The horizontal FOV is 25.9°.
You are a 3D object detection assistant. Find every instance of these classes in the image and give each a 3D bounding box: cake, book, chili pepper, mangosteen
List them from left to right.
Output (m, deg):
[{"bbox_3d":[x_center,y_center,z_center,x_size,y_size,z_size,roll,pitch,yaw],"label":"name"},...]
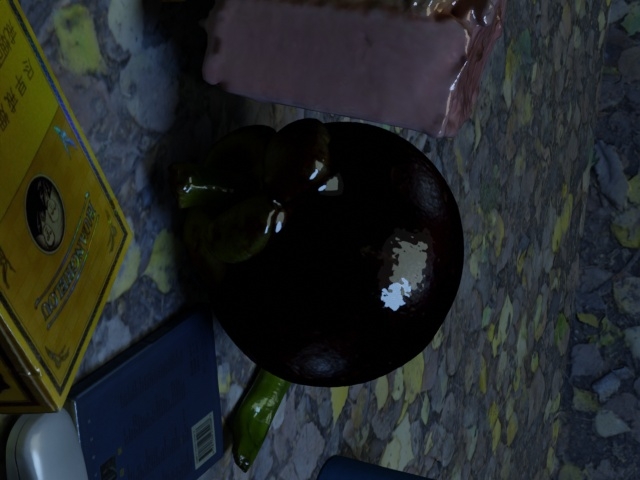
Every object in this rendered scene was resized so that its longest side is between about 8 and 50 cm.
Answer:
[{"bbox_3d":[-0.179,0.196,1.441,0.269,0.025,0.190,-36,127,-59],"label":"book"},{"bbox_3d":[-0.069,0.195,1.654,0.052,0.050,0.201,56,41,-32],"label":"chili pepper"},{"bbox_3d":[0.011,-0.004,1.481,0.297,0.297,0.313,-58,150,-43],"label":"mangosteen"},{"bbox_3d":[0.053,-0.268,1.407,0.314,0.293,0.306,-13,118,-77],"label":"cake"}]

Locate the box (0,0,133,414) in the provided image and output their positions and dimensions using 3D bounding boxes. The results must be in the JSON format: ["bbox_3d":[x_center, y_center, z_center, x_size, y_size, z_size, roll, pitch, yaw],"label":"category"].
[{"bbox_3d":[-0.248,-0.040,1.005,0.301,0.084,0.192,70,27,-42],"label":"box"}]

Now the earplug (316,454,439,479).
[{"bbox_3d":[0.135,0.378,1.878,0.132,0.273,0.132,6,90,-65],"label":"earplug"}]

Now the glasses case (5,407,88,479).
[{"bbox_3d":[-0.245,0.239,1.272,0.074,0.049,0.193,-46,135,-54],"label":"glasses case"}]
